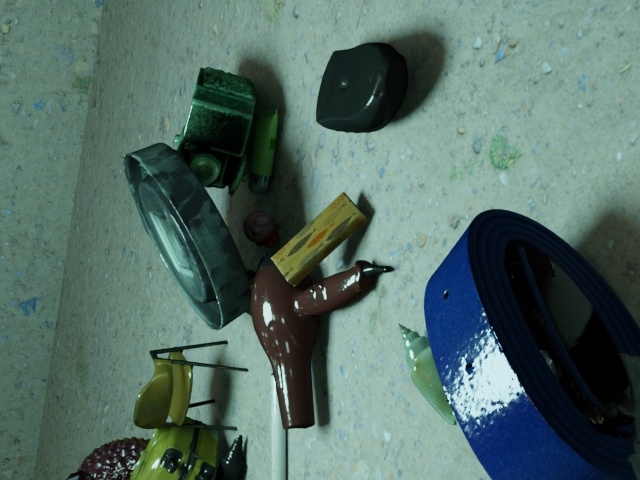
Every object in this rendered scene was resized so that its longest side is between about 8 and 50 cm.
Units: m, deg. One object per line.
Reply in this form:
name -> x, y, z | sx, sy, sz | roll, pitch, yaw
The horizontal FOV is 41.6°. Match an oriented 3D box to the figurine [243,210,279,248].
figurine -> -0.124, -0.026, 1.707 | 0.083, 0.071, 0.067 | -12, 35, 52

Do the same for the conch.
conch -> 0.153, 0.192, 1.194 | 0.180, 0.065, 0.088 | 60, 136, 31

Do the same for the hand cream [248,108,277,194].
hand cream -> -0.116, -0.183, 1.732 | 0.095, 0.046, 0.175 | -156, 77, -69

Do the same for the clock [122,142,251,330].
clock -> -0.258, -0.009, 1.631 | 0.386, 0.076, 0.386 | 50, 158, 28

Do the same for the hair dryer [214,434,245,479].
hair dryer -> -0.222, 0.574, 1.821 | 0.189, 0.107, 0.352 | 28, 104, 60

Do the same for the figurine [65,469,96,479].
figurine -> -0.455, 0.689, 1.945 | 0.206, 0.365, 0.218 | -53, 25, 9

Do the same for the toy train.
toy train -> -0.215, -0.228, 1.757 | 0.299, 0.166, 0.238 | -103, 30, -66

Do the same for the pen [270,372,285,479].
pen -> -0.083, 0.391, 1.630 | 0.033, 0.033, 0.269 | -13, 76, 60

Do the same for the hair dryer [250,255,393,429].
hair dryer -> 0.012, 0.142, 1.437 | 0.340, 0.123, 0.313 | -28, 66, 45

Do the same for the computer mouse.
computer mouse -> 0.076, -0.242, 1.351 | 0.269, 0.086, 0.138 | -163, 86, -68

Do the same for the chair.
chair -> -0.299, 0.319, 1.806 | 0.172, 0.246, 0.159 | 38, 120, 57

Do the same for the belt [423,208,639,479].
belt -> 0.238, 0.128, 0.903 | 0.117, 0.212, 0.347 | -59, 36, 38

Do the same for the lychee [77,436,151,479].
lychee -> -0.488, 0.611, 2.145 | 0.271, 0.271, 0.272 | -9, 79, 60

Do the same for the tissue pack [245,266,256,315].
tissue pack -> -0.127, 0.102, 1.700 | 0.111, 0.079, 0.085 | 20, 140, 61

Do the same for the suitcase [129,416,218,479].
suitcase -> -0.318, 0.498, 1.813 | 0.194, 0.143, 0.235 | -61, 10, 13

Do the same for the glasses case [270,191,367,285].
glasses case -> 0.000, 0.000, 1.421 | 0.170, 0.041, 0.065 | -42, 50, 4
